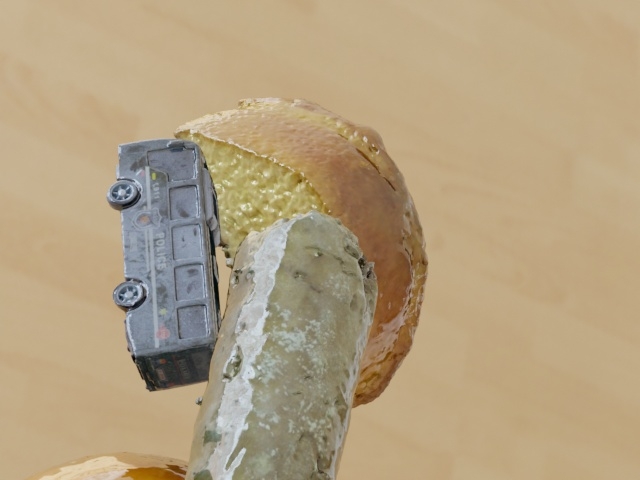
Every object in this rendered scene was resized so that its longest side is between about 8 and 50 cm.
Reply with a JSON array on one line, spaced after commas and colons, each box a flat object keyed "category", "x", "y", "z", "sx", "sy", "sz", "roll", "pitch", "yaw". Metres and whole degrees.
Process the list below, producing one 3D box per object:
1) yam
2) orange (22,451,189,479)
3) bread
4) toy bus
[{"category": "yam", "x": -0.020, "y": 0.074, "z": 0.908, "sx": 0.078, "sy": 0.078, "sz": 0.179, "roll": 28, "pitch": 54, "yaw": -20}, {"category": "orange", "x": -0.103, "y": 0.248, "z": 1.108, "sx": 0.261, "sy": 0.261, "sz": 0.261, "roll": 15, "pitch": 61, "yaw": -28}, {"category": "bread", "x": 0.004, "y": -0.009, "z": 1.449, "sx": 0.129, "sy": 0.134, "sz": 0.260, "roll": -15, "pitch": 77, "yaw": -55}, {"category": "toy bus", "x": -0.092, "y": 0.012, "z": 1.169, "sx": 0.065, "sy": 0.047, "sz": 0.166, "roll": -9, "pitch": 53, "yaw": 3}]
